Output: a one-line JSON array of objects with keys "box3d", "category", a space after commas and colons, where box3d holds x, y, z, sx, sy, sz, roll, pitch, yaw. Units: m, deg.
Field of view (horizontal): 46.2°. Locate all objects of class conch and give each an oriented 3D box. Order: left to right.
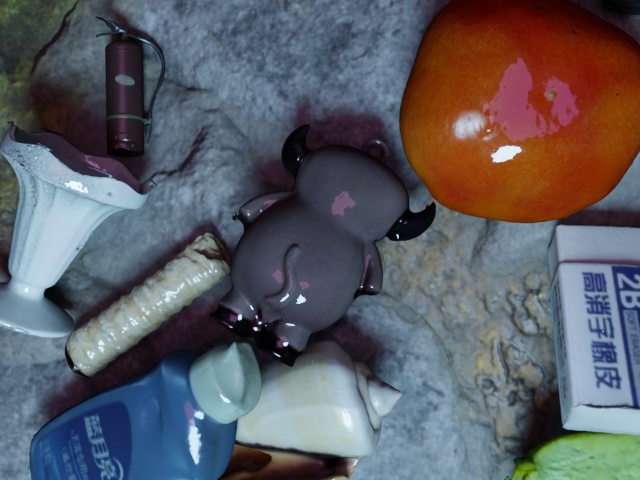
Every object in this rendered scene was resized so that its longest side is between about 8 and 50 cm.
[{"box3d": [-0.028, 0.193, 0.815, 0.255, 0.127, 0.158, -13, 87, 30], "category": "conch"}]

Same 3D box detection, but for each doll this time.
[{"box3d": [-0.001, 0.001, 0.783, 0.182, 0.117, 0.257, 31, 70, 3], "category": "doll"}]

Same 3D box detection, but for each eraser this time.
[{"box3d": [0.302, 0.085, 0.757, 0.124, 0.068, 0.210, 2, 55, 6], "category": "eraser"}]

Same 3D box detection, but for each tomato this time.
[{"box3d": [0.208, -0.134, 0.763, 0.259, 0.180, 0.260, 0, 90, 4], "category": "tomato"}]

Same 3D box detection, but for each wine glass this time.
[{"box3d": [-0.291, -0.008, 0.816, 0.164, 0.165, 0.197, 24, 98, 5], "category": "wine glass"}]

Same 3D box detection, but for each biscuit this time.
[{"box3d": [-0.197, 0.074, 0.848, 0.219, 0.055, 0.061, -35, 75, 3], "category": "biscuit"}]

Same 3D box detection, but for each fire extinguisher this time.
[{"box3d": [-0.219, -0.177, 0.869, 0.078, 0.045, 0.157, -1, 86, -23], "category": "fire extinguisher"}]

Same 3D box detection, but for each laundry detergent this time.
[{"box3d": [-0.174, 0.200, 0.773, 0.290, 0.094, 0.143, -35, 68, 25], "category": "laundry detergent"}]

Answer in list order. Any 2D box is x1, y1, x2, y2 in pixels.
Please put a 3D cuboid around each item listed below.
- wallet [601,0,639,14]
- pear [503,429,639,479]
[{"box3d": [0.432, -0.447, 0.816, 0.228, 0.062, 0.406, 4, 87, 4], "category": "wallet"}, {"box3d": [0.355, 0.322, 0.732, 0.281, 0.176, 0.286, -14, 57, -7], "category": "pear"}]
